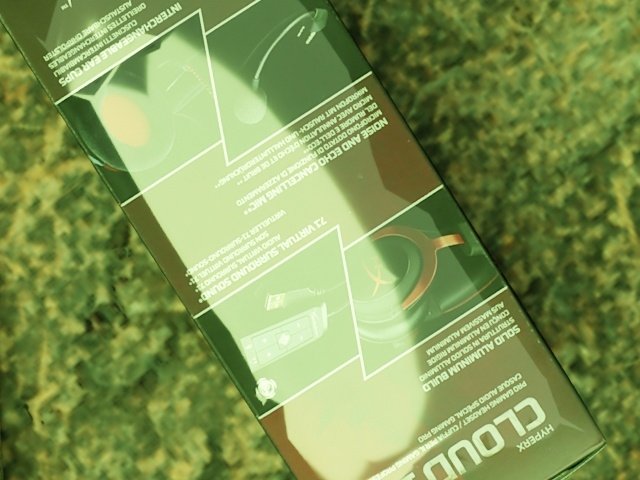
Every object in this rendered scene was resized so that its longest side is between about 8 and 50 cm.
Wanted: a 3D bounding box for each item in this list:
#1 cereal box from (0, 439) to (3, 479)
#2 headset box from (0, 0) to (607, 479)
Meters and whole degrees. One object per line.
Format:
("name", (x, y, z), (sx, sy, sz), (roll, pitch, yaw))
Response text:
("cereal box", (-0.226, 0.130, 0.802), (0.173, 0.047, 0.240), (-5, 75, -8))
("headset box", (0.000, 0.000, 0.754), (0.110, 0.218, 0.293), (-33, 93, 2))
